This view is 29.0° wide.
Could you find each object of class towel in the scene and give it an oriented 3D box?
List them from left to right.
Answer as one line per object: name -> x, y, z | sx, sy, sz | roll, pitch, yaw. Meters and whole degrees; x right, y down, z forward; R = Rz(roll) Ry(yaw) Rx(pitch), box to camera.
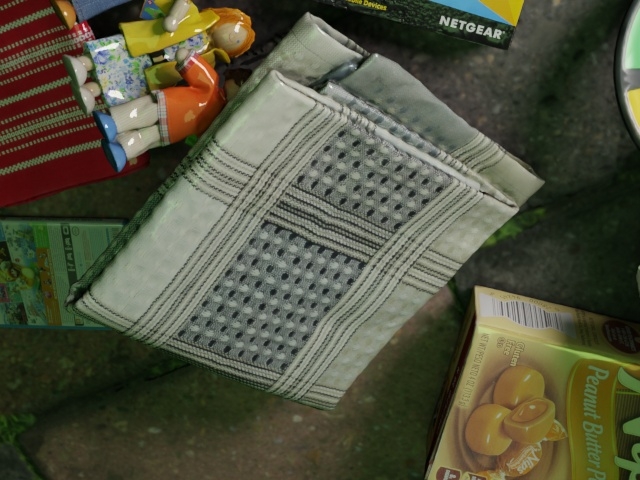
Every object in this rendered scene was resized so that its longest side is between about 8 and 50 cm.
towel -> -0.276, -0.163, 1.073 | 0.199, 0.031, 0.275 | -10, 115, 34
towel -> 0.000, 0.000, 1.049 | 0.312, 0.056, 0.324 | 28, 111, -37

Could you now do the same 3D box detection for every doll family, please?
doll family -> -0.126, -0.192, 0.964 | 0.163, 0.118, 0.263 | -23, 127, -18

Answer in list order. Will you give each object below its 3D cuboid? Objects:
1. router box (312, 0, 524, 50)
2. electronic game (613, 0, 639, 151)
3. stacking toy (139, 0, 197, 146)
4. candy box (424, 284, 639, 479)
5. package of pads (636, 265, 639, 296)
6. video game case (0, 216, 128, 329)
router box -> 0.087, -0.244, 1.018 | 0.179, 0.046, 0.133 | 14, 117, 0
electronic game -> 0.352, -0.139, 0.998 | 0.229, 0.048, 0.229 | 0, 93, 5
stacking toy -> -0.139, -0.200, 1.069 | 0.167, 0.052, 0.221 | 24, 119, -3
candy box -> 0.274, 0.172, 1.177 | 0.316, 0.087, 0.183 | 14, 116, 0
package of pads -> 0.435, 0.104, 1.028 | 0.296, 0.101, 0.229 | -14, 109, 12
video game case -> -0.265, 0.033, 1.216 | 0.166, 0.015, 0.119 | 1, 117, 6
